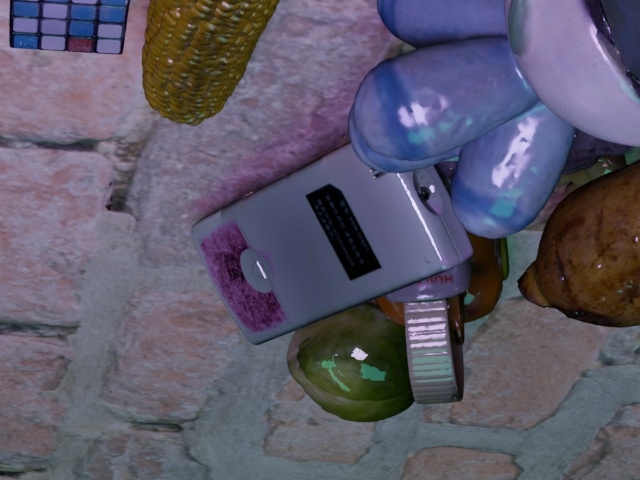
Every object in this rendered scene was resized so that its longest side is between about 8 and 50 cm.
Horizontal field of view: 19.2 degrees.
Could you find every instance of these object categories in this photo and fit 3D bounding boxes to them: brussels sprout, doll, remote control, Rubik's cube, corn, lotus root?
[{"bbox_3d":[0.045,0.133,2.102,0.155,0.117,0.155,18,143,14],"label":"brussels sprout"},{"bbox_3d":[0.256,-0.064,1.825,0.061,0.051,0.093,41,133,-13],"label":"doll"},{"bbox_3d":[0.001,0.000,1.784,0.050,0.145,0.344,-29,-176,-36],"label":"remote control"},{"bbox_3d":[-0.196,-0.210,1.485,0.092,0.092,0.092,2,151,-8],"label":"Rubik's cube"},{"bbox_3d":[-0.087,-0.195,1.520,0.101,0.101,0.310,7,152,-17],"label":"corn"},{"bbox_3d":[0.266,-0.001,1.548,0.260,0.128,0.145,-25,178,37],"label":"lotus root"}]

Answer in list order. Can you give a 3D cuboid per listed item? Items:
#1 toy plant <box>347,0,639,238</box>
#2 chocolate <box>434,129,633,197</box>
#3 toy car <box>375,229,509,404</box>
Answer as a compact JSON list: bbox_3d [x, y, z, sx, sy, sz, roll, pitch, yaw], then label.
[{"bbox_3d":[0.154,-0.139,1.514,0.247,0.247,0.332,24,146,-39],"label":"toy plant"},{"bbox_3d":[0.165,-0.099,1.705,0.248,0.110,0.110,-14,149,20],"label":"chocolate"},{"bbox_3d":[0.109,0.048,1.847,0.145,0.235,0.235,-7,151,8],"label":"toy car"}]
